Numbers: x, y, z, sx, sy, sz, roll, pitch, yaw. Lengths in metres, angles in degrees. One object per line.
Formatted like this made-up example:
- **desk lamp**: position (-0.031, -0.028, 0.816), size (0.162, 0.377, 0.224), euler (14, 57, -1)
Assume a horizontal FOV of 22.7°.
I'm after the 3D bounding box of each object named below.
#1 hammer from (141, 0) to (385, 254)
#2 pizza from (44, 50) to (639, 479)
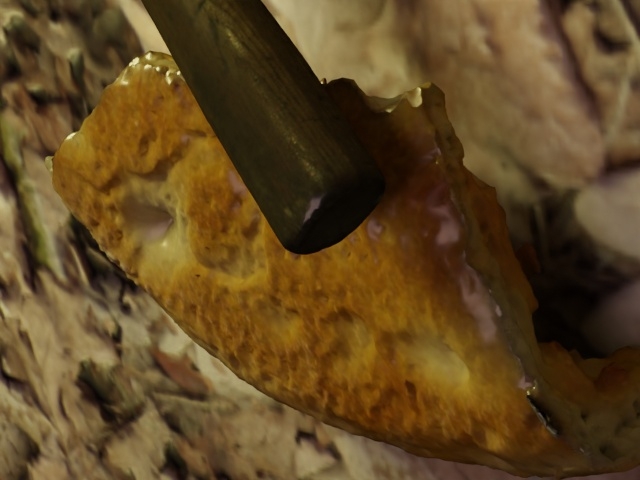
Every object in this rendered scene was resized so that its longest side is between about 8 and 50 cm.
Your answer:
- **hammer**: position (-0.098, -0.176, 0.696), size (0.440, 0.044, 0.168), euler (58, 140, 23)
- **pizza**: position (0.000, 0.000, 0.713), size (0.365, 0.074, 0.182), euler (20, 125, 40)
